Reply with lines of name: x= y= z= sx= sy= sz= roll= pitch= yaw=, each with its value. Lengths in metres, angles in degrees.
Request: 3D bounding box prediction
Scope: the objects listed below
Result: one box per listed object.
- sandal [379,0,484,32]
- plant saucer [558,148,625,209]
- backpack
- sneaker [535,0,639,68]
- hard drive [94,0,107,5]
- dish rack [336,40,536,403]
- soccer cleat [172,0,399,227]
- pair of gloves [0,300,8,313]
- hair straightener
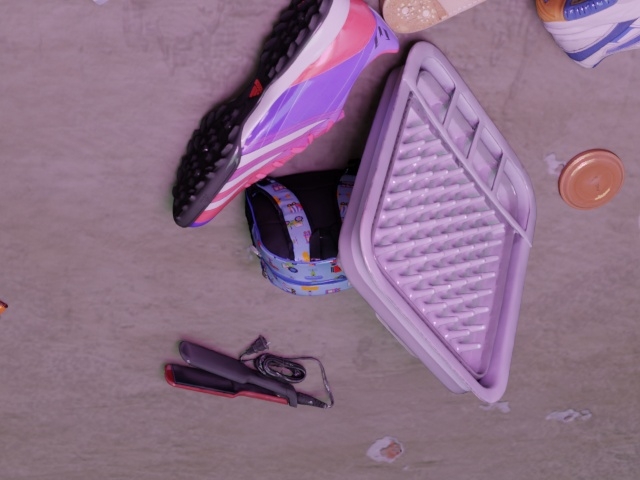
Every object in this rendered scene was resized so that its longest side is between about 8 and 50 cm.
sandal: x=0.178 y=-0.277 z=1.184 sx=0.240 sy=0.079 sz=0.088 roll=-29 pitch=124 yaw=8
plant saucer: x=0.332 y=-0.072 z=1.394 sx=0.083 sy=0.013 sz=0.083 roll=-6 pitch=125 yaw=-8
backpack: x=0.000 y=0.000 z=1.275 sx=0.158 sy=0.173 sz=0.117 roll=-8 pitch=124 yaw=-8
sneaker: x=0.382 y=-0.271 z=1.200 sx=0.296 sy=0.112 sz=0.131 roll=-13 pitch=145 yaw=25
hard drive: x=-0.132 y=-0.364 z=1.050 sx=0.307 sy=0.040 sz=0.203 roll=-29 pitch=144 yaw=8
dish rack: x=0.124 y=-0.017 z=1.229 sx=0.072 sy=0.333 sz=0.285 roll=-15 pitch=132 yaw=34
soccer cleat: x=-0.044 y=-0.125 z=1.227 sx=0.116 sy=0.108 sz=0.318 roll=26 pitch=112 yaw=-30
pair of gloves: x=-0.419 y=0.084 z=1.342 sx=0.083 sy=0.010 sz=0.074 roll=31 pitch=111 yaw=-31
hair straightener: x=-0.077 y=0.168 z=1.448 sx=0.230 sy=0.047 sz=0.089 roll=20 pitch=117 yaw=-23
